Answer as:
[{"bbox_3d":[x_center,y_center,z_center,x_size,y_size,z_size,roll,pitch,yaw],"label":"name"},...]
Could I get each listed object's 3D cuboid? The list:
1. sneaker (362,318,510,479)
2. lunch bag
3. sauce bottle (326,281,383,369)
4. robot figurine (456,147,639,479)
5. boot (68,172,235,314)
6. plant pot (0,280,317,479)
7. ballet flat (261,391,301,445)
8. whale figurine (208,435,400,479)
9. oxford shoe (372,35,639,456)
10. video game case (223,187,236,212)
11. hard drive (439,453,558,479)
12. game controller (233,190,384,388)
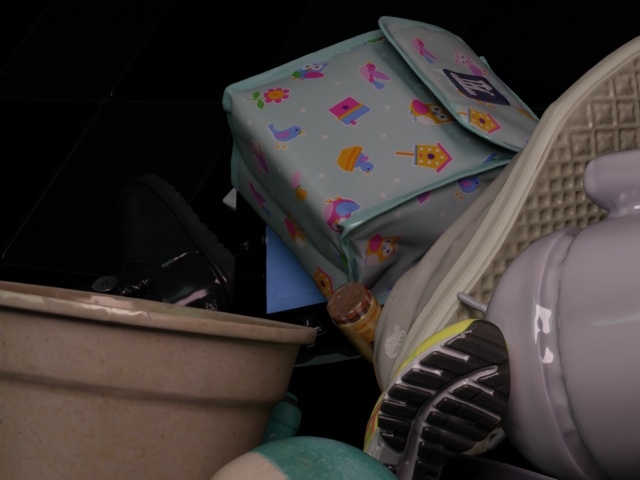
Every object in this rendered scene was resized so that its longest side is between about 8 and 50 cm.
[{"bbox_3d":[0.076,0.121,1.243,0.094,0.081,0.208,-77,13,-51],"label":"sneaker"},{"bbox_3d":[0.077,-0.081,1.525,0.262,0.160,0.223,-24,50,-18],"label":"lunch bag"},{"bbox_3d":[0.052,0.087,1.447,0.042,0.128,0.042,-22,43,22],"label":"sauce bottle"},{"bbox_3d":[0.267,0.076,1.225,0.353,0.199,0.300,-10,80,31],"label":"robot figurine"},{"bbox_3d":[-0.211,0.037,1.688,0.207,0.094,0.246,-24,39,-21],"label":"boot"},{"bbox_3d":[-0.188,0.198,1.363,0.333,0.333,0.306,7,89,43],"label":"plant pot"},{"bbox_3d":[-0.125,0.176,1.547,0.247,0.083,0.087,-2,65,40],"label":"ballet flat"},{"bbox_3d":[0.000,0.247,1.224,0.141,0.272,0.216,-25,60,-19],"label":"whale figurine"},{"bbox_3d":[0.193,-0.011,1.421,0.449,0.169,0.130,-50,20,-13],"label":"oxford shoe"},{"bbox_3d":[-0.010,-0.073,1.747,0.157,0.019,0.143,-49,39,-12],"label":"video game case"},{"bbox_3d":[0.116,0.251,1.252,0.254,0.054,0.172,7,71,51],"label":"hard drive"},{"bbox_3d":[0.000,0.000,1.607,0.166,0.067,0.319,-18,47,19],"label":"game controller"}]
